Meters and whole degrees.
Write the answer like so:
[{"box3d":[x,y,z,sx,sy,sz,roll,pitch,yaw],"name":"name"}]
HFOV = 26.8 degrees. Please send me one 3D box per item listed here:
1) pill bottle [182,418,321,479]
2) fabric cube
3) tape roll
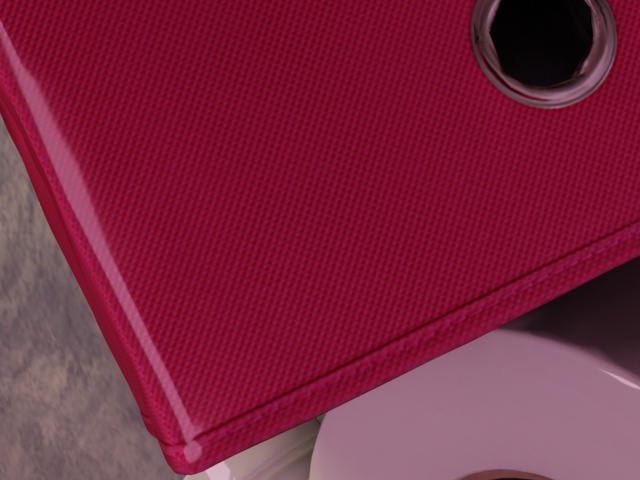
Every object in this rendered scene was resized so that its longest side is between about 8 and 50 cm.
[{"box3d":[0.016,0.195,0.744,0.208,0.117,0.117,53,137,14],"name":"pill bottle"},{"box3d":[0.006,-0.102,0.446,0.258,0.254,0.259,65,169,0],"name":"fabric cube"},{"box3d":[0.139,0.117,0.543,0.246,0.169,0.246,22,124,36],"name":"tape roll"}]
